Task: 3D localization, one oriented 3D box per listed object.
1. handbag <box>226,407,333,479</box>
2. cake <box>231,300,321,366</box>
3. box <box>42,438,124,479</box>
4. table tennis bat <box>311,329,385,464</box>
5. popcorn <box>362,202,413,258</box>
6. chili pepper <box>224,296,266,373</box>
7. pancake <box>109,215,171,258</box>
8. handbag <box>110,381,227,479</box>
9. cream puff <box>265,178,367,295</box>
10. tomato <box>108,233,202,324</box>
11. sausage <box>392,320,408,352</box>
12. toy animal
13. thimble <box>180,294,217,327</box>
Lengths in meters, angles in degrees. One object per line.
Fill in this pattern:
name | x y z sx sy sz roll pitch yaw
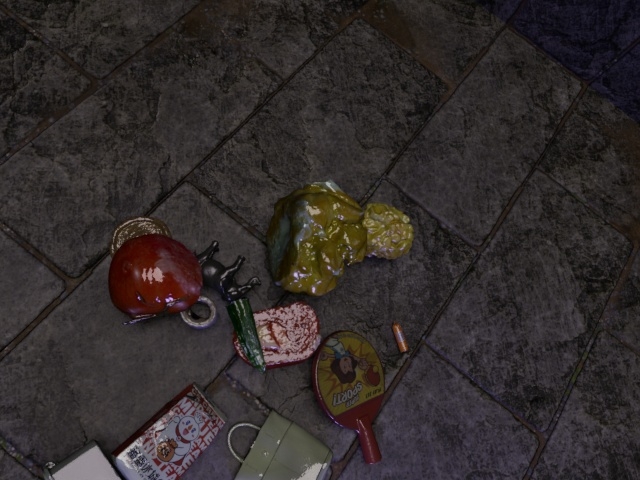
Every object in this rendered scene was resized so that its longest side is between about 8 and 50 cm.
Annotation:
handbag | -0.135 0.650 1.398 0.316 0.109 0.241 25 67 11
cake | -0.133 0.304 1.461 0.283 0.151 0.176 -11 71 -14
box | -0.604 0.652 1.245 0.135 0.163 0.243 -36 81 -29
table tennis bat | 0.106 0.488 1.477 0.268 0.051 0.414 -11 81 -36
popcorn | 0.206 -0.027 1.627 0.235 0.217 0.180 13 81 20
chili pepper | -0.202 0.277 1.352 0.059 0.088 0.226 -18 83 -43
pancake | -0.589 0.005 1.533 0.200 0.021 0.199 4 70 -10
handbag | -0.415 0.560 1.326 0.298 0.151 0.171 -39 93 -36
cream puff | 0.000 0.000 1.491 0.276 0.378 0.377 7 69 -28
tomato | -0.512 0.089 1.391 0.309 0.170 0.308 -1 68 2
sausage | 0.271 0.327 1.604 0.031 0.031 0.107 -12 75 -16
toy animal | -0.312 0.108 1.521 0.245 0.114 0.146 23 60 19
thimble | -0.381 0.223 1.469 0.115 0.090 0.102 41 72 1
